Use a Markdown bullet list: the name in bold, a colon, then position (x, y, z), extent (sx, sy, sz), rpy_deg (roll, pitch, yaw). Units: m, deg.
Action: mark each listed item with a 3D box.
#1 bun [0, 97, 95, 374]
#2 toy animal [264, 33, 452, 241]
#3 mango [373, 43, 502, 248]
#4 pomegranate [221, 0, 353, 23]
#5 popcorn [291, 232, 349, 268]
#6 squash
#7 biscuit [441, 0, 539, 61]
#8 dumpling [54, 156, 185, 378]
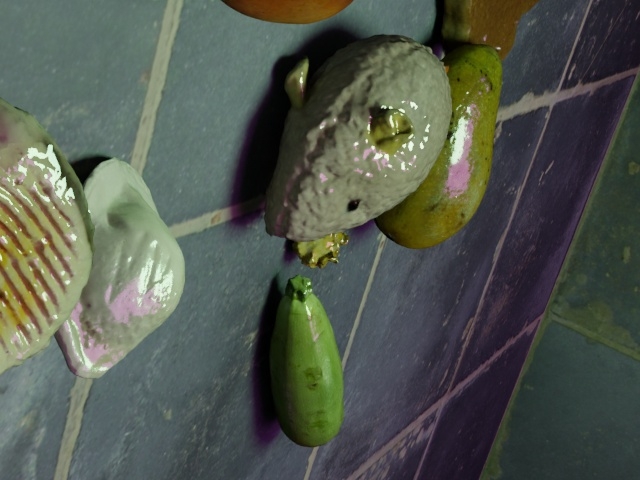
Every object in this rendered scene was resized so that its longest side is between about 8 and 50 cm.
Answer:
- **bun**: position (-0.289, -0.004, 0.903), extent (0.243, 0.153, 0.244), rpy_deg (-25, 134, -29)
- **toy animal**: position (0.066, -0.150, 1.502), extent (0.358, 0.188, 0.227), rpy_deg (-50, 160, -34)
- **mango**: position (0.188, -0.142, 1.801), extent (0.176, 0.175, 0.330), rpy_deg (-51, 164, -64)
- **pomegranate**: position (-0.034, -0.301, 1.083), extent (0.209, 0.209, 0.209), rpy_deg (-49, 154, -34)
- **popcorn**: position (0.000, 0.000, 1.668), extent (0.057, 0.083, 0.082), rpy_deg (-82, 165, -69)
- **squash**: position (-0.022, 0.196, 1.780), extent (0.118, 0.118, 0.371), rpy_deg (-50, 153, -33)
- **biscuit**: position (0.300, -0.446, 1.871), extent (0.381, 0.074, 0.359), rpy_deg (-13, 128, -66)
- **dumpling**: position (-0.212, 0.018, 1.148), extent (0.216, 0.126, 0.166), rpy_deg (-52, 140, -22)
